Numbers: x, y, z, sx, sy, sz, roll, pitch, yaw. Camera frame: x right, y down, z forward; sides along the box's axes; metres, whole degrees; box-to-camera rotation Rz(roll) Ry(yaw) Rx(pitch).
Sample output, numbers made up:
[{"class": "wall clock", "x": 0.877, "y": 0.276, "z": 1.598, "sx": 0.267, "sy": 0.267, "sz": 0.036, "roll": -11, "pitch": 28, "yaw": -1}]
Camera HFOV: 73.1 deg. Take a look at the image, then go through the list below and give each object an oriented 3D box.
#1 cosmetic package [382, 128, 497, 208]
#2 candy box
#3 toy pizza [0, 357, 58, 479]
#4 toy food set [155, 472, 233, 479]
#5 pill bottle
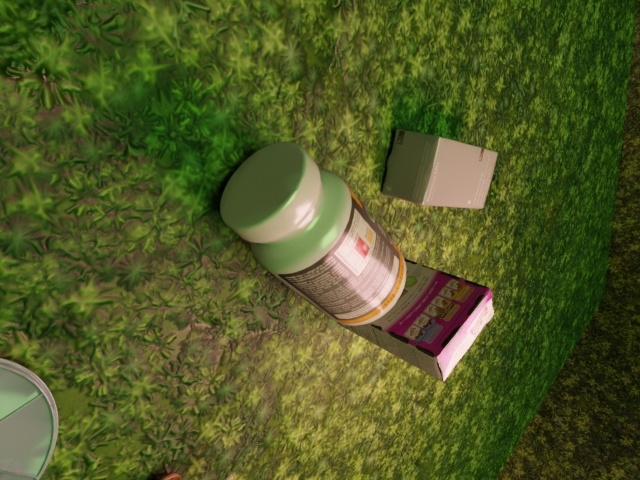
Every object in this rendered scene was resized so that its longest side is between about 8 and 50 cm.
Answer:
[{"class": "cosmetic package", "x": 0.237, "y": -0.134, "z": 0.842, "sx": 0.238, "sy": 0.107, "sz": 0.127, "roll": -6, "pitch": 111, "yaw": -46}, {"class": "candy box", "x": 0.153, "y": 0.118, "z": 0.754, "sx": 0.159, "sy": 0.233, "sz": 0.071, "roll": -41, "pitch": 129, "yaw": -25}, {"class": "toy pizza", "x": -0.368, "y": 0.206, "z": 0.415, "sx": 0.201, "sy": 0.032, "sz": 0.201, "roll": -11, "pitch": 105, "yaw": -45}, {"class": "toy food set", "x": -0.236, "y": 0.389, "z": 0.600, "sx": 0.217, "sy": 0.071, "sz": 0.128, "roll": -23, "pitch": 144, "yaw": -35}, {"class": "pill bottle", "x": 0.000, "y": 0.000, "z": 0.615, "sx": 0.162, "sy": 0.162, "sz": 0.278, "roll": -58, "pitch": 135, "yaw": -12}]
